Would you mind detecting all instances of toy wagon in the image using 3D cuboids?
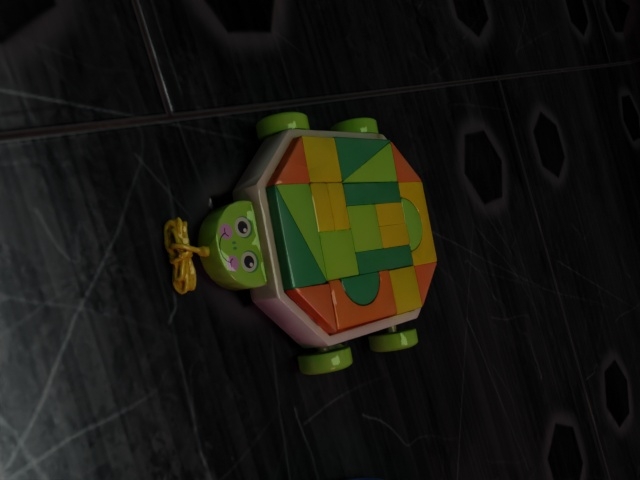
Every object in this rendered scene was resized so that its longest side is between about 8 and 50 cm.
[{"bbox_3d":[0.000,0.000,0.692,0.344,0.068,0.267,-7,85,-48],"label":"toy wagon"}]

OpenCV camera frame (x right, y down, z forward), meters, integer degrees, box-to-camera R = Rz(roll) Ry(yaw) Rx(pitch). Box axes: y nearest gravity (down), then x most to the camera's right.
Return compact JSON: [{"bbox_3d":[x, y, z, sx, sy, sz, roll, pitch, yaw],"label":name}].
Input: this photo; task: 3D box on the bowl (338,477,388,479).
[{"bbox_3d":[0.054,0.435,0.634,0.391,0.077,0.391,14,70,-44],"label":"bowl"}]
